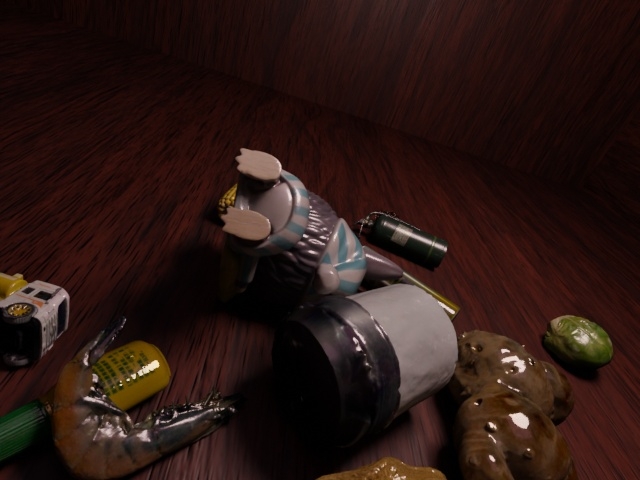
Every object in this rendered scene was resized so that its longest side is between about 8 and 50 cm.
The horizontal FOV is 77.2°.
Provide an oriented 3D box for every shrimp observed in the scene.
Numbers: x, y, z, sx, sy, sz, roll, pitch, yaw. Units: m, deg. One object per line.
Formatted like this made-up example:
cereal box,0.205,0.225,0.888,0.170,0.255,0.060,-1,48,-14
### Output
shrimp,-0.221,0.197,0.559,0.262,0.051,0.198,-3,78,-42

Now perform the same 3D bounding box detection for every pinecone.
pinecone,0.222,-0.068,1.329,0.083,0.077,0.077,-10,11,36

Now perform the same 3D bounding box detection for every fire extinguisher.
fire extinguisher,0.237,-0.015,1.238,0.294,0.093,0.118,24,71,7

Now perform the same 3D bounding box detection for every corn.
corn,-0.211,-0.121,1.133,0.093,0.093,0.244,21,29,1

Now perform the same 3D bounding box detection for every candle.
candle,0.100,0.189,0.689,0.343,0.221,0.221,-7,39,-40

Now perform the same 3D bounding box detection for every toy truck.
toy truck,-0.498,0.093,0.599,0.227,0.098,0.114,18,24,-2

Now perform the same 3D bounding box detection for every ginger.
ginger,0.326,0.301,0.690,0.256,0.176,0.375,40,29,10

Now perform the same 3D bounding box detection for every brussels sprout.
brussels sprout,0.666,0.259,1.028,0.155,0.117,0.155,14,41,-12

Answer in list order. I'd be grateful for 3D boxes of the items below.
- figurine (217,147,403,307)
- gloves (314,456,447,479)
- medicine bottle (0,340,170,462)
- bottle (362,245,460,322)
figurine,0.000,0.000,0.792,0.378,0.361,0.266,9,74,-12
gloves,0.096,0.364,0.463,0.356,0.155,0.203,12,42,-28
medicine bottle,-0.332,0.217,0.529,0.095,0.064,0.260,40,34,22
bottle,0.203,0.118,1.007,0.286,0.082,0.082,35,33,23
